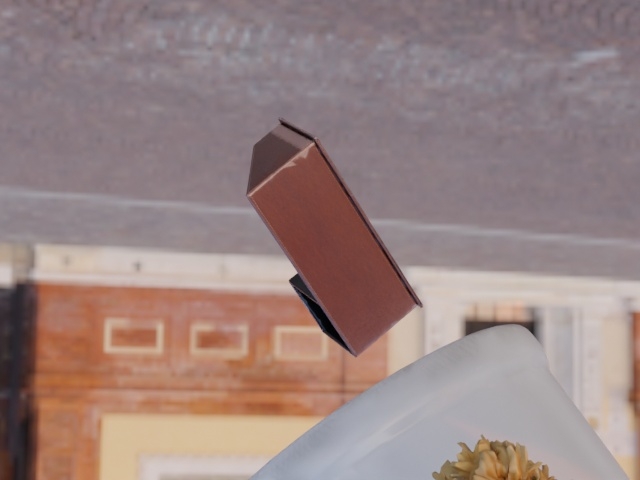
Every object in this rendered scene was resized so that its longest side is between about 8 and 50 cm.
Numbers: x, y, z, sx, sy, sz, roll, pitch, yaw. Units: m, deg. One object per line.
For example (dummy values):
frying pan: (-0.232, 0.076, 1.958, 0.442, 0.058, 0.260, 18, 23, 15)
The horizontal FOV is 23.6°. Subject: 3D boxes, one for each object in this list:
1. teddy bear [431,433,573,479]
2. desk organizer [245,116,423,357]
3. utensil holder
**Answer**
teddy bear: (0.062, 0.143, 0.484, 0.338, 0.113, 0.245, 5, -162, 28)
desk organizer: (0.000, 0.000, 0.862, 0.130, 0.050, 0.047, 57, 168, -30)
utensil holder: (0.138, 0.315, 1.187, 0.327, 0.385, 0.328, -30, 161, -12)
